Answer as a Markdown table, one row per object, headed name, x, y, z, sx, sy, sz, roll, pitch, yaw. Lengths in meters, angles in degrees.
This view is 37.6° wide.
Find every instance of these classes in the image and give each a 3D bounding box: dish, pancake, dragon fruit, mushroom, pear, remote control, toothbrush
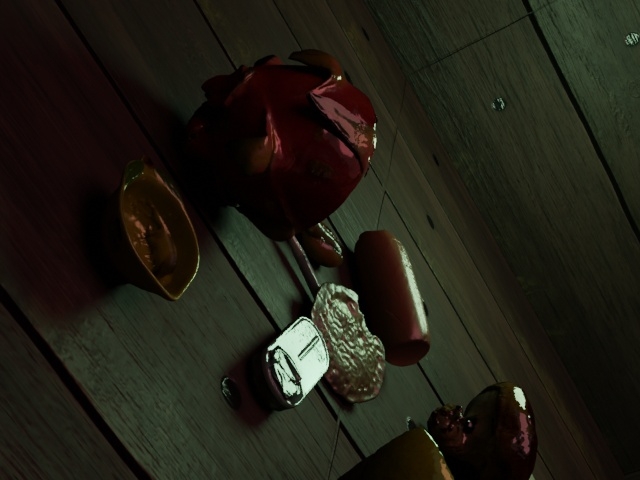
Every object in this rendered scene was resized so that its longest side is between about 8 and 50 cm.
| name | x | y | z | sx | sy | sz | roll | pitch | yaw |
| --- | --- | --- | --- | --- | --- | --- | --- | --- | --- |
| dish | -0.235 | -0.006 | 1.221 | 0.149 | 0.080 | 0.208 | 25 | 45 | -55 |
| pancake | 0.048 | 0.187 | 1.726 | 0.212 | 0.029 | 0.235 | -22 | 91 | -56 |
| dragon fruit | -0.082 | -0.173 | 1.525 | 0.225 | 0.305 | 0.305 | 31 | 36 | -32 |
| mushroom | 0.365 | 0.437 | 2.081 | 0.254 | 0.267 | 0.267 | 33 | 16 | 11 |
| pear | 0.101 | 0.437 | 1.303 | 0.139 | 0.288 | 0.239 | -15 | 56 | -37 |
| remote control | -0.046 | 0.195 | 1.502 | 0.104 | 0.052 | 0.247 | 63 | 20 | -2 |
| toothbrush | -0.034 | 0.046 | 1.740 | 0.342 | 0.030 | 0.025 | 62 | 20 | -9 |

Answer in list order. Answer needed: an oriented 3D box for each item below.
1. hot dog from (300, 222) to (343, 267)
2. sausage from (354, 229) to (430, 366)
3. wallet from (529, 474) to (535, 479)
| name | x | y | z | sx | sy | sz | roll | pitch | yaw |
| --- | --- | --- | --- | --- | --- | --- | --- | --- | --- |
| hot dog | 0.000 | -0.001 | 1.840 | 0.140 | 0.060 | 0.090 | 46 | 23 | -35 |
| sausage | 0.148 | 0.112 | 1.995 | 0.121 | 0.121 | 0.304 | 39 | 30 | -51 |
| wallet | 0.483 | 0.653 | 2.300 | 0.275 | 0.068 | 0.335 | 59 | 27 | -6 |
